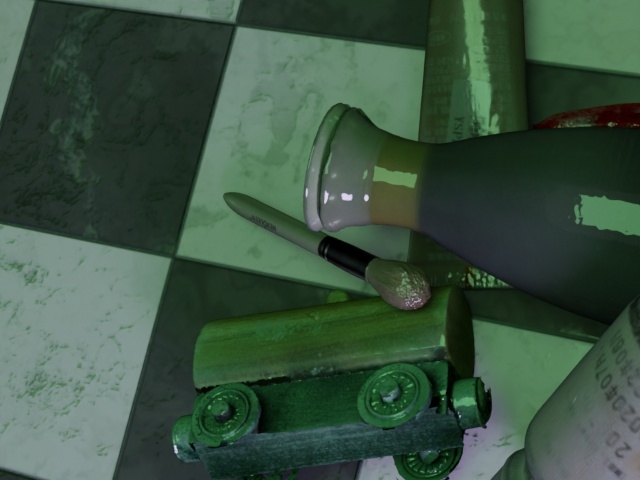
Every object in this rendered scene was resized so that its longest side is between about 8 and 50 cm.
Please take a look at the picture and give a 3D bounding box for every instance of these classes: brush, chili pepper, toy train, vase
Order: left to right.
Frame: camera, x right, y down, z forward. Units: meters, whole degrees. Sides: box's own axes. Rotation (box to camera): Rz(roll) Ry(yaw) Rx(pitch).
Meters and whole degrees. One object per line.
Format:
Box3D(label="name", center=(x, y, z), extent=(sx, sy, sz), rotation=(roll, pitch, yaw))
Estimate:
Box3D(label="brush", center=(0.000, 0.000, 1.528), extent=(0.299, 0.039, 0.042), rotation=(28, 95, 46))
Box3D(label="toy train", center=(0.012, 0.140, 1.497), extent=(0.308, 0.126, 0.189), rotation=(-10, 41, 21))
Box3D(label="vase", center=(0.153, -0.032, 1.408), extent=(0.321, 0.173, 0.173), rotation=(11, 81, 15))
Box3D(label="chili pepper", center=(0.313, -0.102, 1.453), extent=(0.268, 0.050, 0.059), rotation=(5, 85, 25))

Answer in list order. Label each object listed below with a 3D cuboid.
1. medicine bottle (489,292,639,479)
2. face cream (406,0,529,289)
Box3D(label="medicine bottle", center=(0.249, 0.177, 1.303), extent=(0.165, 0.165, 0.273), rotation=(48, 122, 25))
Box3D(label="face cream", center=(0.143, -0.125, 1.520), extent=(0.137, 0.084, 0.341), rotation=(0, 86, 23))
